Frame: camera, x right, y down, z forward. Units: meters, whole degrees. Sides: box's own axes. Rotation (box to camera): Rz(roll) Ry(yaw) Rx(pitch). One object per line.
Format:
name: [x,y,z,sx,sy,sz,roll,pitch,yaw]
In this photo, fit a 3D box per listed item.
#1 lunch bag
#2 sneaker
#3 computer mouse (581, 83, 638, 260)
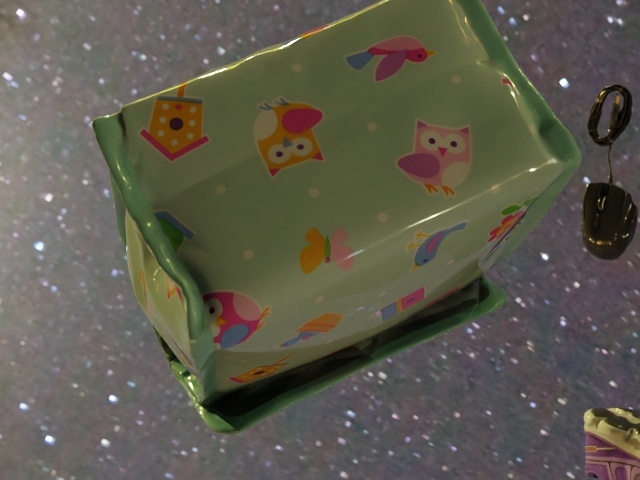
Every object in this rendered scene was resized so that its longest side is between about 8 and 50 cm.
lunch bag: [0.000,0.000,0.599,0.224,0.262,0.160,-24,-109,-14]
sneaker: [0.250,0.174,0.709,0.170,0.068,0.071,-151,-116,-64]
computer mouse: [0.367,-0.081,1.293,0.071,0.242,0.041,15,-149,39]
